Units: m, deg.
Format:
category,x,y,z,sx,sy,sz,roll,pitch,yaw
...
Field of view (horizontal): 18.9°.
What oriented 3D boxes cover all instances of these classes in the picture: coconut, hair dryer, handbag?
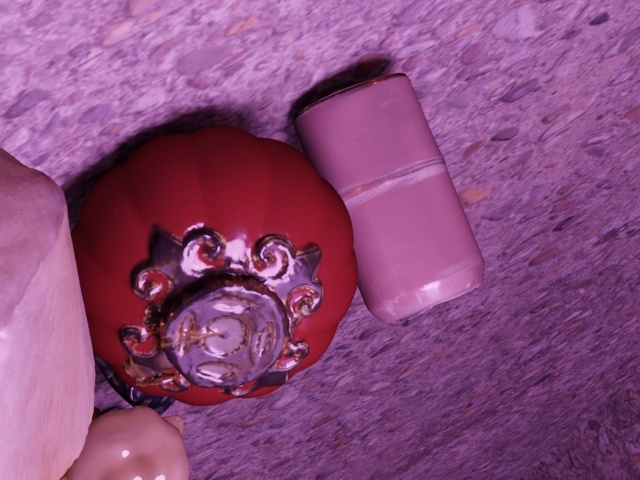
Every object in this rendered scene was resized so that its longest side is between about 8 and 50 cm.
category,x,y,z,sx,sy,sz,roll,pitch,yaw
coconut,-0.264,0.051,1.127,0.329,0.329,0.329,-28,164,-9
hair dryer,0.000,0.000,1.664,0.107,0.189,0.344,-20,175,-33
handbag,-0.140,0.108,1.870,0.139,0.072,0.115,-35,160,-4

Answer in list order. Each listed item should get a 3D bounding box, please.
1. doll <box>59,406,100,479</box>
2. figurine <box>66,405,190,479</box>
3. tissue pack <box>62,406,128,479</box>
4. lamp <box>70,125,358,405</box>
category,x,y,z,sx,sy,sz,roll,pitch,yaw
doll,-0.309,0.222,1.826,0.252,0.111,0.237,-37,164,8
figurine,-0.185,0.216,1.844,0.114,0.108,0.196,-6,174,-7
tissue pack,-0.292,0.342,2.010,0.311,0.228,0.128,-24,163,-21
lamp,-0.084,0.017,1.483,0.227,0.227,0.227,-28,164,-9
